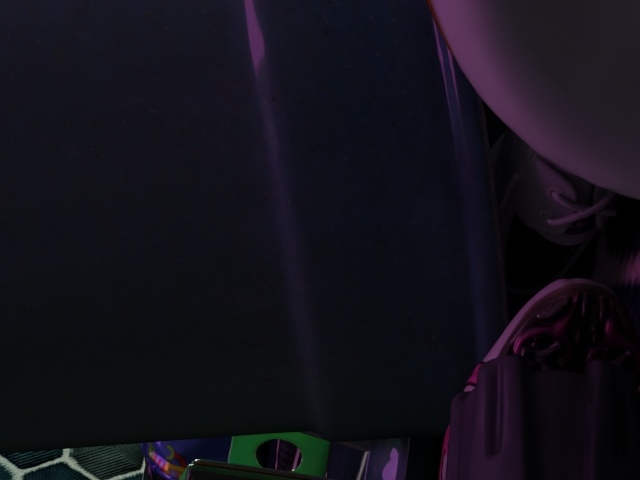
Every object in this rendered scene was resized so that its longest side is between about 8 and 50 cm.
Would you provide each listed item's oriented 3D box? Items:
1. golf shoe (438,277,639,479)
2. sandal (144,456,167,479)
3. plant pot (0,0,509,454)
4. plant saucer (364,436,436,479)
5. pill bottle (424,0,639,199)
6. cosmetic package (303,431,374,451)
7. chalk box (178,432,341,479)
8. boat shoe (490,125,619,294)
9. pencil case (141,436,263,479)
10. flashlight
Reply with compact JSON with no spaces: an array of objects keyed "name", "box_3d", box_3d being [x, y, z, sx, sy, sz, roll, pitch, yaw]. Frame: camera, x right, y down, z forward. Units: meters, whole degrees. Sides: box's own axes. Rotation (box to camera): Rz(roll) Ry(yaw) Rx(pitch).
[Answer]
[{"name":"golf shoe","box_3d":[0.078,0.087,0.689,0.086,0.067,0.186,-91,13,-59]},{"name":"sandal","box_3d":[-0.169,0.286,2.011,0.167,0.107,0.445,-144,65,-81]},{"name":"plant pot","box_3d":[-0.104,-0.040,0.826,0.341,0.334,0.341,171,90,-88]},{"name":"plant saucer","box_3d":[0.047,0.139,1.001,0.119,0.021,0.119,-170,90,-82]},{"name":"pill bottle","box_3d":[0.094,-0.130,0.513,0.278,0.162,0.162,-100,21,-65]},{"name":"cosmetic package","box_3d":[0.000,0.000,1.045,0.107,0.127,0.238,153,132,-79]},{"name":"chalk box","box_3d":[-0.039,0.222,1.117,0.132,0.132,0.213,120,160,-67]},{"name":"boat shoe","box_3d":[0.100,-0.028,0.703,0.184,0.066,0.063,120,147,-65]},{"name":"pencil case","box_3d":[-0.101,0.098,1.688,0.119,0.133,0.306,-146,64,-70]},{"name":"flashlight","box_3d":[0.069,0.183,0.517,0.103,0.103,0.304,111,165,-59]}]
